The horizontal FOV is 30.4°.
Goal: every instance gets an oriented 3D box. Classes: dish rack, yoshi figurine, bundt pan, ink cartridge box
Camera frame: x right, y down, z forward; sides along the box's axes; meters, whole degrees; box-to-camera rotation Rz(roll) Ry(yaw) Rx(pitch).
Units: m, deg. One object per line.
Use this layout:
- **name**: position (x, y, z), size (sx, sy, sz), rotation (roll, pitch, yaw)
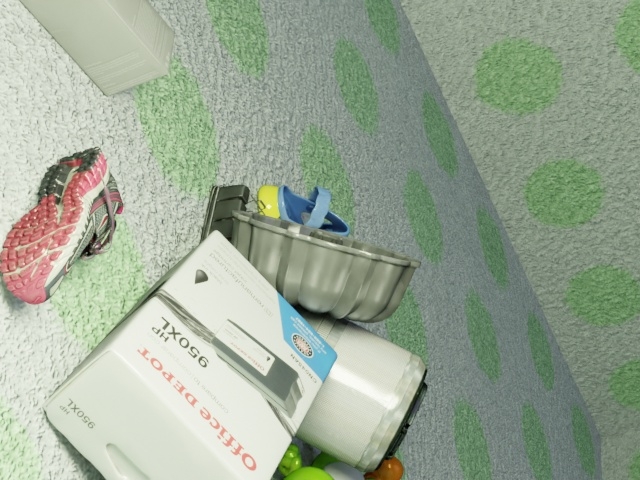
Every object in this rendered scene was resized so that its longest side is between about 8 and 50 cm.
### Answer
- **dish rack**: position (-0.118, 0.045, 2.151), size (0.271, 0.074, 0.208), rotation (56, 30, -39)
- **yoshi figurine**: position (0.020, 0.432, 2.043), size (0.362, 0.203, 0.203), rotation (-34, 107, -60)
- **bundt pan**: position (-0.005, 0.050, 1.957), size (0.331, 0.330, 0.124), rotation (11, 96, -65)
- **ink cartridge box**: position (-0.170, 0.202, 1.695), size (0.285, 0.166, 0.395), rotation (46, 28, -6)

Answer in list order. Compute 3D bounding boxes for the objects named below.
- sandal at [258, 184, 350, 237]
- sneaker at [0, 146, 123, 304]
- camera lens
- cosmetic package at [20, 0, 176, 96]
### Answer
- **sandal**: position (0.000, 0.000, 2.363), size (0.317, 0.138, 0.126), rotation (54, 28, -42)
- **sneaker**: position (-0.337, -0.012, 1.621), size (0.299, 0.120, 0.112), rotation (-74, 143, -53)
- **camera lens**: position (0.030, 0.249, 2.012), size (0.219, 0.274, 0.219), rotation (-62, 175, -9)
- **cosmetic package**: position (-0.342, -0.346, 1.823), size (0.238, 0.127, 0.107), rotation (55, 30, -42)
